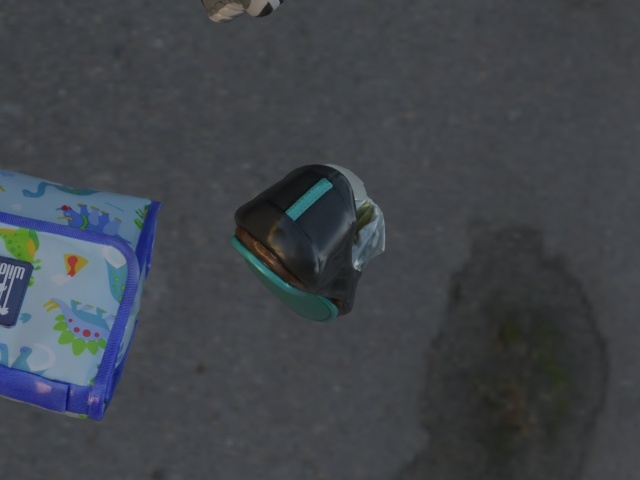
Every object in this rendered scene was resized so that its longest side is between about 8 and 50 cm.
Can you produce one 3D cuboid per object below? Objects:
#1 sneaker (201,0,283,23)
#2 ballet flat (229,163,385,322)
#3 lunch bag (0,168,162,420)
[{"bbox_3d":[-0.091,-0.274,1.785,0.086,0.228,0.132,-45,105,-10],"label":"sneaker"},{"bbox_3d":[0.000,0.000,1.353,0.095,0.280,0.096,41,86,3],"label":"ballet flat"},{"bbox_3d":[-0.153,0.027,0.943,0.151,0.128,0.096,-79,-178,-62],"label":"lunch bag"}]
